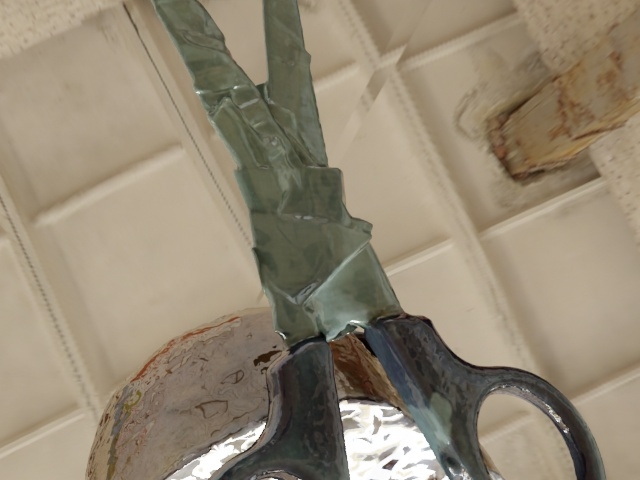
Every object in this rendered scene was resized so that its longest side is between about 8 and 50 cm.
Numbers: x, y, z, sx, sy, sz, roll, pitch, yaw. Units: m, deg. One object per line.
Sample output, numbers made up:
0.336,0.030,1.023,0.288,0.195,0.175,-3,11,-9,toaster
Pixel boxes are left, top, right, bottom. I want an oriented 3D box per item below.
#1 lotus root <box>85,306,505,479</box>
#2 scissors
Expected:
-0.028,0.144,0.797,0.272,0.192,0.272,-7,-53,-9,lotus root
0.000,0.000,0.658,0.256,0.029,0.384,-12,-102,-34,scissors
